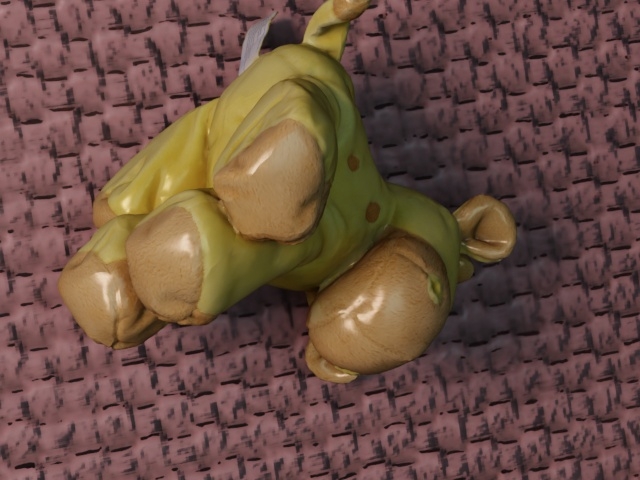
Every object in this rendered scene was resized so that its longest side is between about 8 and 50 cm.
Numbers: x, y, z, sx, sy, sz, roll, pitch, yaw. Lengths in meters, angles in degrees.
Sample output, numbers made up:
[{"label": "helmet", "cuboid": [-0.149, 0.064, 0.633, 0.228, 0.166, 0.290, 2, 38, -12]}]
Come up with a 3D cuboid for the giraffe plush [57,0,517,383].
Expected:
[{"label": "giraffe plush", "cuboid": [0.000, 0.000, 0.644, 0.170, 0.181, 0.210, 46, 44, -21]}]
